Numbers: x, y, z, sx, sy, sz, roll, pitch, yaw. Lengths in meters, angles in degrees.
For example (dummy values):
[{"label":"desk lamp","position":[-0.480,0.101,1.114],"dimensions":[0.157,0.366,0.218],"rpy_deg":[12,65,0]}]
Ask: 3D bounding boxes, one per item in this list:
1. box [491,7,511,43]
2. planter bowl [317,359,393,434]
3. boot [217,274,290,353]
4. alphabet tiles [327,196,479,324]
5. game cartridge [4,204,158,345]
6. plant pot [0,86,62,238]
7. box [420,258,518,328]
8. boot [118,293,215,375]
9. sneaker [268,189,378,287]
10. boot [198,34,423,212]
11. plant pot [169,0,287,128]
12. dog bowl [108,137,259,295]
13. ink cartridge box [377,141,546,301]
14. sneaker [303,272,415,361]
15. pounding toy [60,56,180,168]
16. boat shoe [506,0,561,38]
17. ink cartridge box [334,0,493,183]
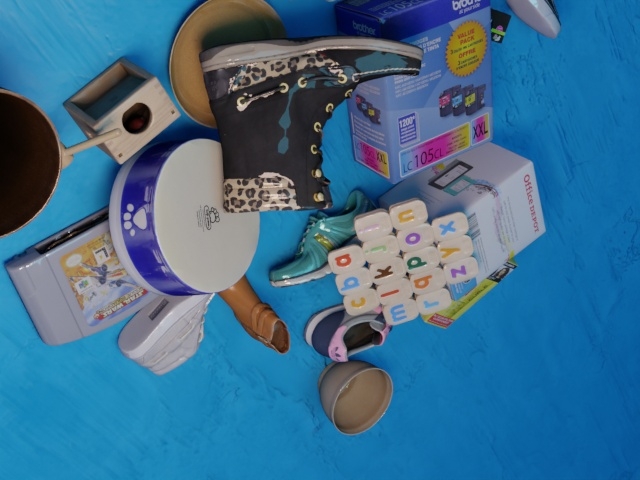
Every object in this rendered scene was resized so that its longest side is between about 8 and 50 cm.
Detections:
[{"label":"box","position":[0.334,-0.442,2.008],"dimensions":[0.083,0.052,0.062],"rpy_deg":[6,109,-38]},{"label":"planter bowl","position":[0.061,0.325,2.149],"dimensions":[0.162,0.109,0.162],"rpy_deg":[-18,123,-31]},{"label":"boot","position":[-0.128,0.121,1.867],"dimensions":[0.073,0.152,0.197],"rpy_deg":[-41,131,-14]},{"label":"alphabet tiles","position":[0.164,0.044,1.935],"dimensions":[0.277,0.021,0.284],"rpy_deg":[-19,127,2]},{"label":"game cartridge","position":[-0.372,0.050,1.712],"dimensions":[0.297,0.062,0.198],"rpy_deg":[-31,124,-22]},{"label":"plant pot","position":[-0.507,-0.140,1.386],"dimensions":[0.215,0.230,0.215],"rpy_deg":[-18,123,-30]},{"label":"box","position":[0.325,0.100,2.215],"dimensions":[0.087,0.058,0.232],"rpy_deg":[22,124,-43]},{"label":"boot","position":[-0.249,0.136,1.836],"dimensions":[0.258,0.095,0.123],"rpy_deg":[-43,138,-1]},{"label":"sneaker","position":[0.000,0.000,1.964],"dimensions":[0.275,0.107,0.110],"rpy_deg":[-36,110,-23]},{"label":"boot","position":[-0.007,-0.195,1.661],"dimensions":[0.377,0.138,0.284],"rpy_deg":[-5,94,-14]},{"label":"plant pot","position":[-0.161,-0.310,1.705],"dimensions":[0.236,0.032,0.236],"rpy_deg":[-18,123,-30]},{"label":"dog bowl","position":[-0.223,-0.038,1.669],"dimensions":[0.265,0.104,0.265],"rpy_deg":[6,83,-53]},{"label":"ink cartridge box","position":[0.301,-0.053,2.082],"dimensions":[0.270,0.197,0.198],"rpy_deg":[-35,129,-18]},{"label":"sneaker","position":[0.127,0.169,2.106],"dimensions":[0.319,0.131,0.112],"rpy_deg":[-28,126,-24]},{"label":"pounding toy","position":[-0.327,-0.168,1.545],"dimensions":[0.206,0.181,0.094],"rpy_deg":[-42,132,-13]},{"label":"boat shoe","position":[0.418,-0.532,1.998],"dimensions":[0.102,0.108,0.301],"rpy_deg":[-51,126,-3]},{"label":"ink cartridge box","position":[0.183,-0.345,1.878],"dimensions":[0.270,0.151,0.396],"rpy_deg":[-26,124,-26]}]
